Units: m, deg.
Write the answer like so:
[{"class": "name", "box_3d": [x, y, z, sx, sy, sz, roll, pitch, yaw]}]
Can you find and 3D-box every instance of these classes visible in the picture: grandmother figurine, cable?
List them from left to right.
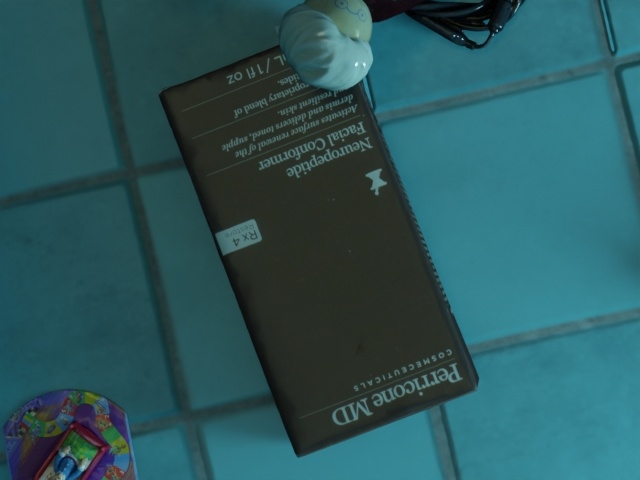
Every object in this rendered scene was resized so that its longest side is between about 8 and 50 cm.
[{"class": "grandmother figurine", "box_3d": [0.027, -0.283, 1.691, 0.208, 0.104, 0.342, 16, 57, -8]}, {"class": "cable", "box_3d": [0.125, -0.287, 1.802, 0.184, 0.047, 0.150, 33, 92, 6]}]

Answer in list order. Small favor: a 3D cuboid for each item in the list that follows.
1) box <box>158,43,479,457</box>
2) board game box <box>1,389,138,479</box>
[{"class": "box", "box_3d": [0.000, 0.000, 1.764, 0.191, 0.143, 0.381, -22, 88, 4]}, {"class": "board game box", "box_3d": [-0.255, 0.236, 1.836, 0.133, 0.033, 0.169, -10, 88, 6]}]
